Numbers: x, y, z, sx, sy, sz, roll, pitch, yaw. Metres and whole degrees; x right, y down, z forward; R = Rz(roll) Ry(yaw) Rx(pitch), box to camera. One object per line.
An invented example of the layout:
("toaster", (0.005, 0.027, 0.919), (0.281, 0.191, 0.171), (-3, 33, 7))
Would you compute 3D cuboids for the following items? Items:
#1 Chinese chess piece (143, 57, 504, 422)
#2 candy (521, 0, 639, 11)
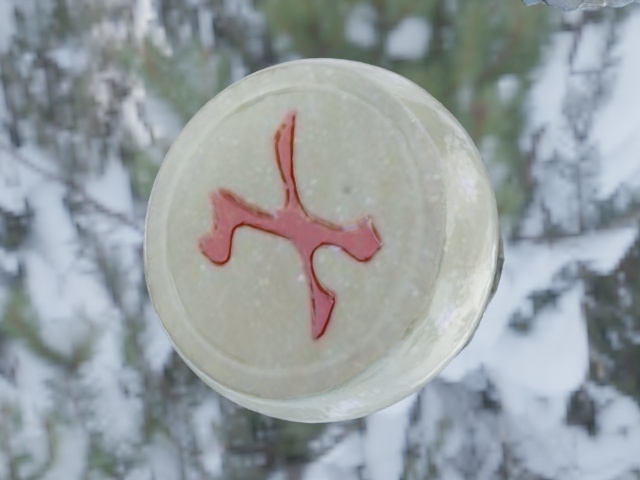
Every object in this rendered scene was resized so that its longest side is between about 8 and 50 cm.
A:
("Chinese chess piece", (0.000, 0.000, 1.598), (0.338, 0.338, 0.140), (1, 171, 26))
("candy", (0.234, -0.304, 1.558), (0.137, 0.195, 0.185), (-9, -165, -4))
